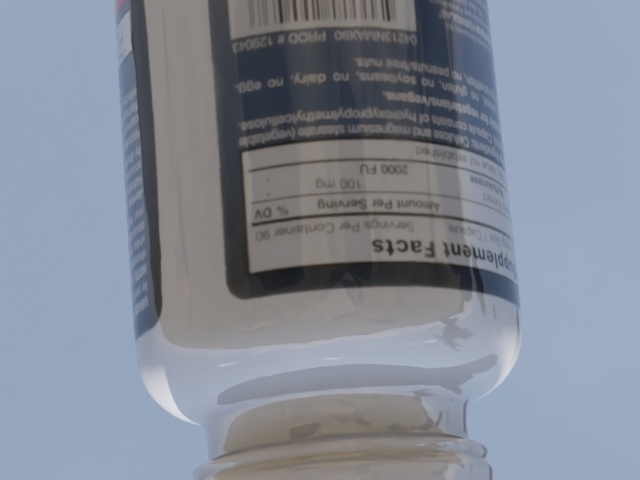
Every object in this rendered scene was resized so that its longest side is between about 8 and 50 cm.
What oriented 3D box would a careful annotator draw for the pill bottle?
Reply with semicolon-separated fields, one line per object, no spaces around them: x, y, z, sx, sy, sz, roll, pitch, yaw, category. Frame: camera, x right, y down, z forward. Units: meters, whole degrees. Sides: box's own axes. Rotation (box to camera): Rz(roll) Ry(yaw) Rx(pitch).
0.000;0.000;0.530;0.108;0.180;0.108;-4;166;-1;pill bottle
